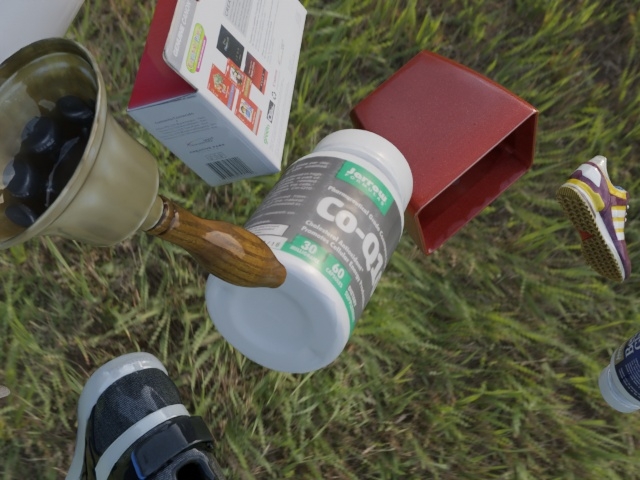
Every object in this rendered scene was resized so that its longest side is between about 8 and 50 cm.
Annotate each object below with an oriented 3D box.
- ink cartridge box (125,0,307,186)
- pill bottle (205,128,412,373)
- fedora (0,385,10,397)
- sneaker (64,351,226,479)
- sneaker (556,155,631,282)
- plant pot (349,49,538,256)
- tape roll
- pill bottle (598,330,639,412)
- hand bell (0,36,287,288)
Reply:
[{"bbox_3d":[-0.157,-0.283,1.340,0.130,0.272,0.309,-9,57,29],"label":"ink cartridge box"},{"bbox_3d":[0.000,0.000,1.338,0.204,0.204,0.361,29,43,2],"label":"pill bottle"},{"bbox_3d":[-0.514,0.265,1.178,0.244,0.275,0.124,-10,85,-4],"label":"fedora"},{"bbox_3d":[-0.115,0.188,0.618,0.079,0.216,0.121,-19,49,-31],"label":"sneaker"},{"bbox_3d":[0.384,-0.025,1.242,0.084,0.070,0.185,-44,125,-15],"label":"sneaker"},{"bbox_3d":[0.202,-0.172,1.658,0.267,0.267,0.235,-40,70,-3],"label":"plant pot"},{"bbox_3d":[-0.477,-0.337,1.309,0.246,0.246,0.169,32,96,3],"label":"tape roll"},{"bbox_3d":[0.433,0.159,1.201,0.094,0.169,0.094,11,56,-16],"label":"pill bottle"},{"bbox_3d":[-0.100,-0.013,0.593,0.126,0.242,0.126,-14,63,29],"label":"hand bell"}]
